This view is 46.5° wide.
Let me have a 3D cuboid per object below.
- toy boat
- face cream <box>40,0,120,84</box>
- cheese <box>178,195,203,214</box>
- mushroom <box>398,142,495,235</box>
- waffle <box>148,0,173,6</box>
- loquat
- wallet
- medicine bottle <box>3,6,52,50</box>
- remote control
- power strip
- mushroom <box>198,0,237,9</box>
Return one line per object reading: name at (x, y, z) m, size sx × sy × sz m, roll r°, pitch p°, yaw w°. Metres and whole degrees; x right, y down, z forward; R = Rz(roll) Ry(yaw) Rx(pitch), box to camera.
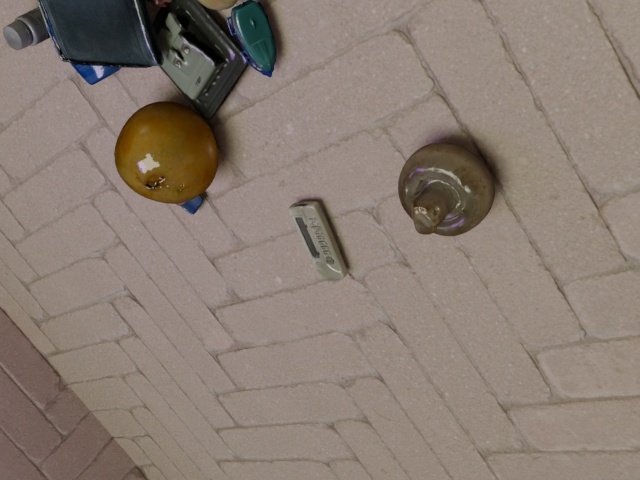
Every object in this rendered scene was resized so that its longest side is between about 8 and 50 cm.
toy boat at (-0.144, -0.437, 1.618) m, size 0.110 × 0.091 × 0.175 m, roll 42°, pitch 159°, yaw 57°
face cream at (-0.618, -0.529, 1.884) m, size 0.149 × 0.083 × 0.264 m, roll -14°, pitch 115°, yaw 35°
cheese at (-0.447, -0.182, 2.064) m, size 0.286 × 0.074 × 0.189 m, roll 39°, pitch 140°, yaw -3°
mushroom at (0.244, -0.090, 1.516) m, size 0.204 × 0.204 × 0.204 m, roll 21°, pitch 135°, yaw 22°
waffle at (-0.382, -0.628, 1.619) m, size 0.234 × 0.055 × 0.221 m, roll 46°, pitch 137°, yaw 9°
loquat at (-0.379, -0.219, 1.862) m, size 0.263 × 0.263 × 0.263 m, roll 21°, pitch 135°, yaw 22°
wallet at (-0.511, -0.521, 1.722) m, size 0.342 × 0.075 × 0.237 m, roll 10°, pitch 124°, yaw 33°
medicine bottle at (-0.750, -0.549, 1.933) m, size 0.080 × 0.130 × 0.080 m, roll 21°, pitch 136°, yaw 22°
remote control at (-0.001, 0.000, 1.895) m, size 0.090 × 0.049 × 0.230 m, roll -1°, pitch 125°, yaw 39°
power strip at (-0.307, -0.428, 1.727) m, size 0.251 × 0.092 × 0.257 m, roll 44°, pitch 140°, yaw -4°
mushroom at (-0.220, -0.551, 1.538) m, size 0.148 × 0.112 × 0.148 m, roll 21°, pitch 133°, yaw 24°
